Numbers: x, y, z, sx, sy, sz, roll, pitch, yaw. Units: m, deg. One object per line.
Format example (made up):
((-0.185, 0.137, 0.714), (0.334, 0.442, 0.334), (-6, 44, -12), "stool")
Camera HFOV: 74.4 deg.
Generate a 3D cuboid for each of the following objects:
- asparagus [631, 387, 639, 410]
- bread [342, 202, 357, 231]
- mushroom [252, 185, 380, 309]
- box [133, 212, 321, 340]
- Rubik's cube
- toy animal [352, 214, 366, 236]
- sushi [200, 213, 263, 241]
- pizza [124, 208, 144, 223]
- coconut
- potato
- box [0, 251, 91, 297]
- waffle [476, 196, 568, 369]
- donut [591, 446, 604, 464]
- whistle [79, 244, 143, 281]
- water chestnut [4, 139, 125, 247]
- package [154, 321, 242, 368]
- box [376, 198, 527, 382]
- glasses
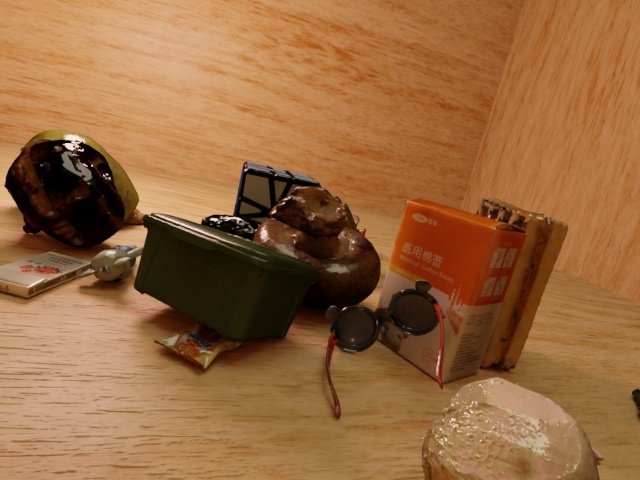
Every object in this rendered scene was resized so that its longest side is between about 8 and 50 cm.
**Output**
((0.715, 0.366, 0.928), (0.036, 0.030, 0.165), (46, 24, 23), "asparagus")
((0.054, -0.012, 1.483), (0.143, 0.227, 0.253), (-6, 14, 11), "bread")
((-0.018, 0.003, 1.079), (0.331, 0.355, 0.334), (5, 25, 27), "mushroom")
((-0.195, 0.075, 0.854), (0.329, 0.177, 0.253), (17, -4, 27), "box")
((-0.182, -0.131, 1.624), (0.294, 0.288, 0.283), (12, 11, -16), "Rubik's cube")
((0.048, -0.054, 1.803), (0.282, 0.168, 0.195), (7, -30, -4), "toy animal")
((-0.276, -0.016, 1.366), (0.225, 0.127, 0.124), (11, 12, -2), "sushi")
((-0.735, -0.109, 1.503), (0.181, 0.034, 0.262), (4, 18, -36), "pizza")
((0.234, 0.269, 0.502), (0.195, 0.194, 0.194), (13, 12, -3), "coconut")
((-0.763, -0.242, 1.357), (0.331, 0.279, 0.212), (11, 42, 12), "potato")
((-0.590, 0.066, 0.888), (0.109, 0.029, 0.198), (14, 12, 2), "box")
((0.431, 0.096, 1.033), (0.114, 0.375, 0.261), (13, 14, -5), "waffle")
((0.333, 0.321, 0.644), (0.166, 0.065, 0.117), (8, 14, -30), "donut")
((-0.477, 0.048, 0.998), (0.114, 0.077, 0.236), (-21, 12, -7), "whistle")
((-0.673, -0.110, 1.103), (0.300, 0.299, 0.300), (13, 12, -3), "water chestnut")
((-0.214, 0.184, 0.753), (0.108, 0.031, 0.121), (18, 14, 21), "package")
((0.269, 0.098, 0.925), (0.144, 0.340, 0.225), (2, 17, -39), "box")
((0.113, 0.177, 0.762), (0.234, 0.117, 0.268), (-17, 6, 10), "glasses")
